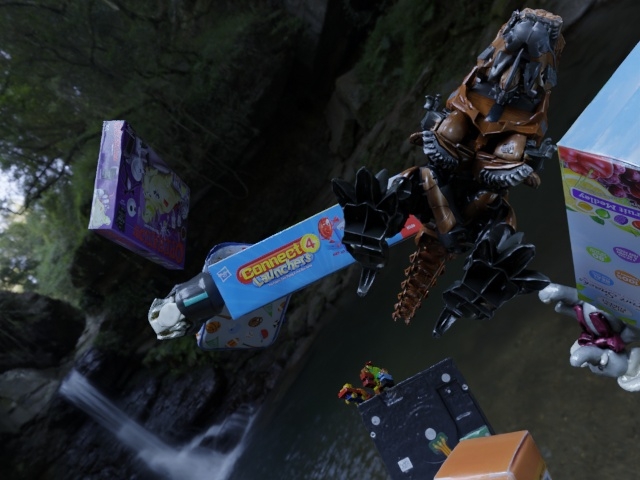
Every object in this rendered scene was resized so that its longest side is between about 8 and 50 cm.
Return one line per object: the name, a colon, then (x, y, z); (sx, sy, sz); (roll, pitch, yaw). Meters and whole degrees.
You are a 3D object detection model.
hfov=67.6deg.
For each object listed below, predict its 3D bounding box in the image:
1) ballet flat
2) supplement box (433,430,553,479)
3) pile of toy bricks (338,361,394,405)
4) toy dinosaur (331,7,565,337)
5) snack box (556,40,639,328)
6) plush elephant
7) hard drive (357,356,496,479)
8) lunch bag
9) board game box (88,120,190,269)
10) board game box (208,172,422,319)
ballet flat: (-0.248, 0.121, 0.841); (0.096, 0.095, 0.280); (-26, -8, -33)
supplement box: (0.192, 0.295, 0.415); (0.078, 0.233, 0.080); (-29, -9, 36)
pile of toy bricks: (0.143, 0.358, 1.209); (0.118, 0.212, 0.105); (-51, 35, 24)
toy dinosaur: (0.135, -0.032, 0.448); (0.218, 0.165, 0.321); (-48, -43, -48)
snack box: (0.256, -0.053, 0.341); (0.174, 0.070, 0.207); (-50, -42, -8)
plush elephant: (0.815, 0.283, 1.387); (0.272, 0.330, 0.255); (-179, 104, -69)
hard drive: (0.256, 0.448, 0.990); (0.237, 0.338, 0.064); (-30, -23, 5)
lunch bag: (-0.193, 0.153, 1.234); (0.115, 0.243, 0.303); (55, 134, 48)
board game box: (-0.355, -0.073, 0.992); (0.347, 0.056, 0.208); (73, -159, -75)
board game box: (0.000, 0.000, 0.804); (0.302, 0.086, 0.308); (-26, 3, 3)
